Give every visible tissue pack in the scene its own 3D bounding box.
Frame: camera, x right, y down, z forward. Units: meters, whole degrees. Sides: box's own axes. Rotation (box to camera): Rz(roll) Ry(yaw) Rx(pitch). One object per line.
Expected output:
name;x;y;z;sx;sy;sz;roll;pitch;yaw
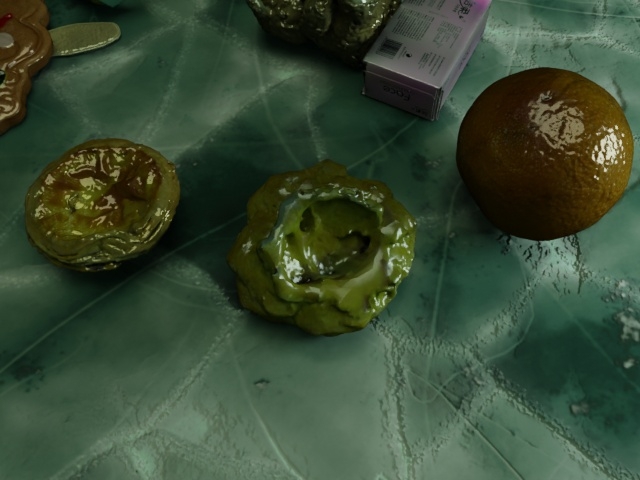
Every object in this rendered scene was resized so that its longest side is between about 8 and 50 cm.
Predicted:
tissue pack;0.192;-0.345;1.223;0.149;0.092;0.246;25;63;15

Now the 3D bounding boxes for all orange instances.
orange;0.321;-0.123;1.006;0.264;0.264;0.264;0;60;0

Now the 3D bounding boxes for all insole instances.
insole;-0.499;-0.369;1.285;0.248;0.011;0.081;-17;62;-9

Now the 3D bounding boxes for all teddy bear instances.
teddy bear;-0.003;-0.417;1.233;0.256;0.156;0.267;24;23;12

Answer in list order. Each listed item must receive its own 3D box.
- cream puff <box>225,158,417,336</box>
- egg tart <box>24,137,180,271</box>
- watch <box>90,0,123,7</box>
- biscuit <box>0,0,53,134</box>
cream puff;0.002;0.000;0.975;0.282;0.185;0.281;-1;57;2
egg tart;-0.327;-0.048;1.048;0.241;0.106;0.240;-1;58;2
watch;-0.422;-0.555;1.309;0.237;0.068;0.195;26;97;23
biscuit;-0.593;-0.333;1.235;0.202;0.047;0.333;9;63;5
